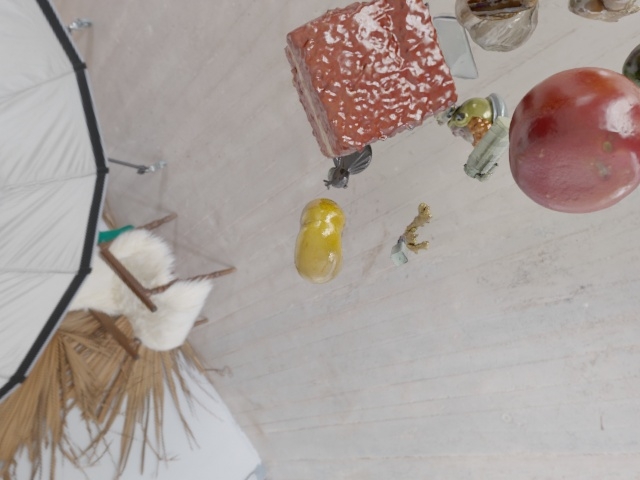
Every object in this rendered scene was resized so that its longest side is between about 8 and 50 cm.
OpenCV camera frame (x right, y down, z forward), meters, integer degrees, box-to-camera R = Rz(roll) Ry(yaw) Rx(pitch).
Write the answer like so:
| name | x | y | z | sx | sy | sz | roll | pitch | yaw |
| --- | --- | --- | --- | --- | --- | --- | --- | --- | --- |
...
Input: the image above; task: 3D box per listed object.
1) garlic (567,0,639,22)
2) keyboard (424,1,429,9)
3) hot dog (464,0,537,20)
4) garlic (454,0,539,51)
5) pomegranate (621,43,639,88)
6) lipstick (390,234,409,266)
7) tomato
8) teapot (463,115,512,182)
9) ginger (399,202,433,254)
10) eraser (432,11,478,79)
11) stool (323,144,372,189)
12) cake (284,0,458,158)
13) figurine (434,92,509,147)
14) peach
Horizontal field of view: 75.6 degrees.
| name | x | y | z | sx | sy | sz | roll | pitch | yaw |
| --- | --- | --- | --- | --- | --- | --- | --- | --- | --- |
| garlic | 0.656 | -0.565 | 0.935 | 0.123 | 0.174 | 0.099 | 4 | 95 | -7 |
| keyboard | 0.380 | -0.768 | 1.538 | 0.072 | 0.023 | 0.231 | -14 | 70 | 53 |
| hot dog | 0.364 | -0.482 | 0.834 | 0.140 | 0.089 | 0.060 | 12 | 84 | 27 |
| garlic | 0.435 | -0.553 | 0.930 | 0.212 | 0.218 | 0.219 | -12 | 105 | 62 |
| pomegranate | 0.846 | -0.427 | 1.027 | 0.148 | 0.169 | 0.149 | -22 | 61 | 48 |
| lipstick | 0.149 | 0.012 | 0.764 | 0.025 | 0.107 | 0.025 | -31 | 101 | 23 |
| tomato | 0.611 | -0.238 | 0.995 | 0.289 | 0.293 | 0.325 | 2 | 147 | 25 |
| teapot | 0.539 | -0.274 | 1.292 | 0.200 | 0.077 | 0.107 | 117 | 146 | -44 |
| ginger | 0.395 | -0.046 | 1.701 | 0.176 | 0.052 | 0.193 | -29 | 60 | 26 |
| eraser | 0.451 | -0.660 | 1.374 | 0.082 | 0.397 | 0.213 | -15 | 113 | 26 |
| stool | 0.082 | -0.257 | 1.310 | 0.125 | 0.121 | 0.217 | 22 | 109 | -18 |
| cake | 0.083 | -0.346 | 0.903 | 0.269 | 0.319 | 0.270 | -24 | 102 | -5 |
| figurine | 0.536 | -0.500 | 1.557 | 0.381 | 0.224 | 0.205 | 32 | 101 | 1 |
| peach | 0.000 | 0.000 | 0.857 | 0.103 | 0.179 | 0.179 | 5 | 119 | -2 |
